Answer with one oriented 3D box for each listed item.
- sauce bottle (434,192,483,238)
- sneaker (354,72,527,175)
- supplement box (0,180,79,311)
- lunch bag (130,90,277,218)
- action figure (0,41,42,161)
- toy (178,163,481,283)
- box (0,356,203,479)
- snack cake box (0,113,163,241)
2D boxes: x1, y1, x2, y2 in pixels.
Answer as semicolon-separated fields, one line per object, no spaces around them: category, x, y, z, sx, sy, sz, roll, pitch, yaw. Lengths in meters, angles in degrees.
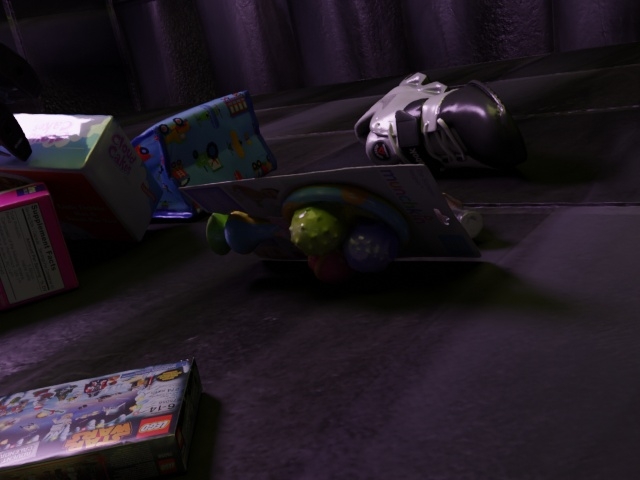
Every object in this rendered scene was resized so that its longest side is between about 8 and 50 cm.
sauce bottle;0.115;-0.028;0.673;0.042;0.042;0.128;-17;16;-17
sneaker;0.143;-0.133;0.906;0.146;0.122;0.330;-33;21;-6
supplement box;-0.386;0.022;0.727;0.220;0.114;0.111;-17;18;-22
lunch bag;-0.257;-0.109;1.066;0.293;0.138;0.221;-11;17;35
action figure;-0.471;-0.156;0.812;0.285;0.099;0.185;3;65;22
toy;0.000;0.000;0.586;0.237;0.137;0.056;2;62;33
box;-0.144;0.115;0.411;0.137;0.027;0.094;-12;18;-1
snack cake box;-0.359;-0.082;0.879;0.264;0.152;0.089;5;56;18
